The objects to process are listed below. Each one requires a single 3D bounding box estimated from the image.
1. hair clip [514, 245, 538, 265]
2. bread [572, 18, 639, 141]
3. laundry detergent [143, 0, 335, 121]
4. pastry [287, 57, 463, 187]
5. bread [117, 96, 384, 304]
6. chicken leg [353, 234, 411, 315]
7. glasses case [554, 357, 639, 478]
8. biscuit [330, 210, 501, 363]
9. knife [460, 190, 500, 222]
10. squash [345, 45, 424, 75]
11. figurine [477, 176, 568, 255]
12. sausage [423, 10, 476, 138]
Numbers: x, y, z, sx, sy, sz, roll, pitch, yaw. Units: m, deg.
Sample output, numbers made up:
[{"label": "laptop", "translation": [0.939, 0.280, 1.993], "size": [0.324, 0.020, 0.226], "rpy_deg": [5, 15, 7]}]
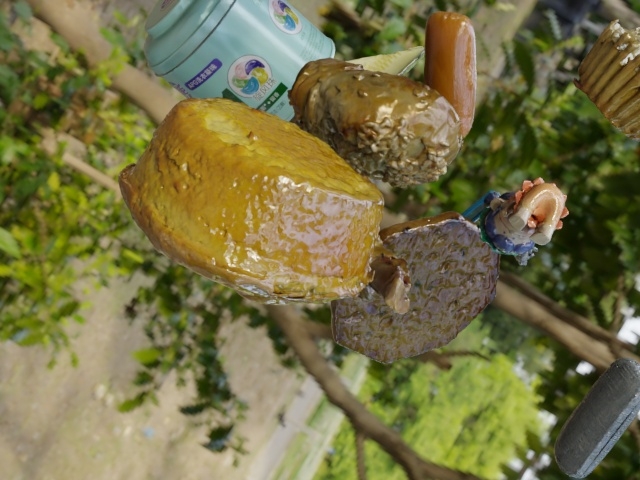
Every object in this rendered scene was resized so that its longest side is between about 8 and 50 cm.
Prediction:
[{"label": "hair clip", "translation": [0.413, -0.015, 2.217], "size": [0.195, 0.052, 0.124], "rpy_deg": [73, 6, -57]}, {"label": "bread", "translation": [0.569, -0.259, 1.889], "size": [0.149, 0.274, 0.274], "rpy_deg": [-45, -179, 29]}, {"label": "laundry detergent", "translation": [-0.177, -0.389, 2.192], "size": [0.287, 0.305, 0.287], "rpy_deg": [-40, -154, 25]}, {"label": "pastry", "translation": [0.082, -0.187, 1.836], "size": [0.255, 0.311, 0.161], "rpy_deg": [37, 78, -53]}, {"label": "bread", "translation": [-0.084, -0.056, 1.472], "size": [0.337, 0.358, 0.204], "rpy_deg": [18, 105, -40]}, {"label": "chicken leg", "translation": [0.000, 0.000, 1.750], "size": [0.182, 0.295, 0.409], "rpy_deg": [-47, -147, -2]}, {"label": "glasses case", "translation": [0.565, 0.360, 2.221], "size": [0.282, 0.067, 0.109], "rpy_deg": [-62, -151, 24]}, {"label": "biscuit", "translation": [0.178, 0.089, 2.054], "size": [0.359, 0.359, 0.046], "rpy_deg": [-64, -144, 30]}, {"label": "knife", "translation": [0.237, -0.006, 2.135], "size": [0.296, 0.044, 0.026], "rpy_deg": [-42, -163, 32]}, {"label": "squash", "translation": [0.090, -0.363, 2.327], "size": [0.252, 0.169, 0.093], "rpy_deg": [-43, 162, -9]}, {"label": "figurine", "translation": [0.307, -0.030, 1.639], "size": [0.102, 0.111, 0.195], "rpy_deg": [-53, -175, -18]}, {"label": "sausage", "translation": [0.234, -0.291, 1.967], "size": [0.098, 0.098, 0.238], "rpy_deg": [-46, 137, -64]}]
